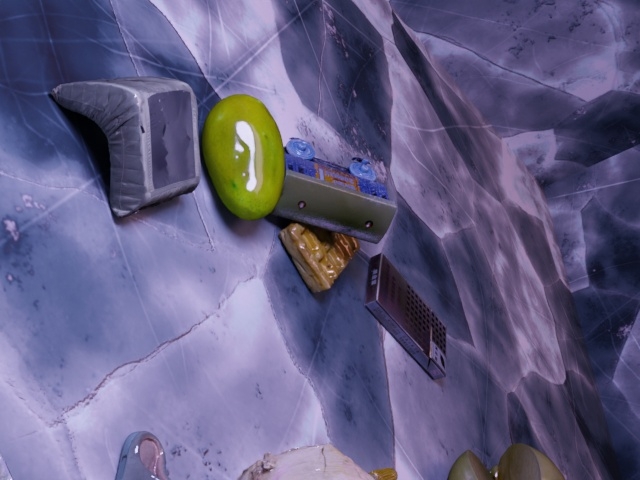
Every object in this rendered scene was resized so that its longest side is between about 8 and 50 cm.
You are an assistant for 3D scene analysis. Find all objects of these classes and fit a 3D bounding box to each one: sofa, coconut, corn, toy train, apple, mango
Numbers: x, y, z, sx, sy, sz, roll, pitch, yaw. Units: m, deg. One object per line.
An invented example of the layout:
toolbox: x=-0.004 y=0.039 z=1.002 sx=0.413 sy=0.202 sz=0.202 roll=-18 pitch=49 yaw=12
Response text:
sofa: x=-0.333 y=-0.173 z=1.445 sx=0.210 sy=0.176 sz=0.225 roll=-36 pitch=128 yaw=-62
coconut: x=-0.029 y=0.453 z=1.222 sx=0.254 sy=0.297 sz=0.297 roll=53 pitch=28 yaw=-36
corn: x=0.129 y=0.497 z=1.725 sx=0.092 sy=0.037 sz=0.037 roll=18 pitch=51 yaw=-56
toy train: x=0.017 y=-0.111 z=1.844 sx=0.300 sy=0.131 sz=0.202 roll=15 pitch=35 yaw=-18
apple: x=0.427 y=0.604 z=1.893 sx=0.292 sy=0.292 sz=0.254 roll=56 pitch=5 yaw=-15
mango: x=-0.152 y=-0.166 z=1.681 sx=0.185 sy=0.149 sz=0.272 roll=13 pitch=61 yaw=-65

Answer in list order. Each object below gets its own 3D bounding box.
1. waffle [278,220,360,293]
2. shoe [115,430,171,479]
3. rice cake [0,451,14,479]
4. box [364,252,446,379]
waffle: x=0.000 y=0.000 z=1.901 sx=0.168 sy=0.057 sz=0.274 roll=58 pitch=28 yaw=-10
shoe: x=-0.242 y=0.354 z=1.157 sx=0.079 sy=0.078 sz=0.195 roll=40 pitch=32 yaw=-39
rice cake: x=-0.391 y=0.292 z=0.996 sx=0.033 sy=0.033 sz=0.207 roll=-27 pitch=92 yaw=-52
box: x=0.229 y=0.199 z=2.142 sx=0.325 sy=0.047 sz=0.180 roll=47 pitch=32 yaw=-28
